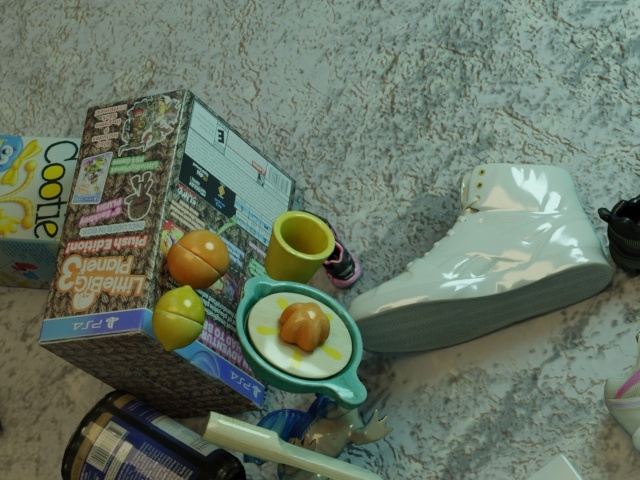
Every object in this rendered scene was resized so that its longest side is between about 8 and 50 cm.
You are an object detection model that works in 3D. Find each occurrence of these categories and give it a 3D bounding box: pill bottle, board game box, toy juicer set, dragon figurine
[{"bbox_3d":[-0.159,0.262,1.873,0.219,0.123,0.123,29,76,17],"label":"pill bottle"},{"bbox_3d":[-0.162,0.019,1.934,0.141,0.232,0.291,-8,61,31],"label":"board game box"},{"bbox_3d":[-0.057,0.097,1.732,0.209,0.089,0.329,4,47,-24],"label":"toy juicer set"},{"bbox_3d":[-0.336,-0.033,2.093,0.275,0.144,0.142,4,65,22],"label":"board game box"},{"bbox_3d":[-0.021,0.221,1.827,0.289,0.085,0.144,-53,19,-26],"label":"dragon figurine"}]

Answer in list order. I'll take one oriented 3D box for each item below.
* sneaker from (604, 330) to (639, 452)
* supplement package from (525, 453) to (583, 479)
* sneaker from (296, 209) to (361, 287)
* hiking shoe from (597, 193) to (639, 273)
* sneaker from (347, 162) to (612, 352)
[{"bbox_3d":[0.382,0.106,1.772,0.252,0.103,0.111,-45,59,-7],"label":"sneaker"},{"bbox_3d":[0.197,0.380,1.640,0.262,0.199,0.198,-37,58,0],"label":"supplement package"},{"bbox_3d":[0.000,0.000,2.000,0.047,0.057,0.119,-42,56,-2],"label":"sneaker"},{"bbox_3d":[0.407,-0.035,1.828,0.226,0.114,0.086,-21,59,9],"label":"hiking shoe"},{"bbox_3d":[0.155,0.012,1.913,0.292,0.108,0.169,-15,57,1],"label":"sneaker"}]
